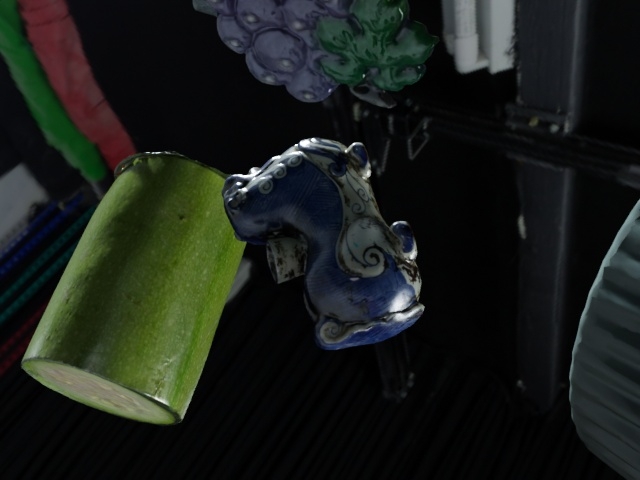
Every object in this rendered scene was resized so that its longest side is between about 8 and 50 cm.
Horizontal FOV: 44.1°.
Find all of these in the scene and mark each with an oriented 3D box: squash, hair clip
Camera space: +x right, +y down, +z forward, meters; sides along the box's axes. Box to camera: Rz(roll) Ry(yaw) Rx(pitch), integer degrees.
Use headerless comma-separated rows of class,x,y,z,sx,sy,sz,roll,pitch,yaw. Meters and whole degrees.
squash,-0.280,0.075,1.276,0.263,0.384,0.263,14,-28,7
hair clip,-0.006,-0.162,0.595,0.195,0.052,0.124,18,-35,13

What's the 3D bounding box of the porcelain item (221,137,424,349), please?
porcelain item,0.000,0.000,0.943,0.138,0.186,0.288,88,-19,-58

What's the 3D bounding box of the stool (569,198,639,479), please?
stool,0.347,0.096,0.434,0.330,0.297,0.297,28,-28,47
